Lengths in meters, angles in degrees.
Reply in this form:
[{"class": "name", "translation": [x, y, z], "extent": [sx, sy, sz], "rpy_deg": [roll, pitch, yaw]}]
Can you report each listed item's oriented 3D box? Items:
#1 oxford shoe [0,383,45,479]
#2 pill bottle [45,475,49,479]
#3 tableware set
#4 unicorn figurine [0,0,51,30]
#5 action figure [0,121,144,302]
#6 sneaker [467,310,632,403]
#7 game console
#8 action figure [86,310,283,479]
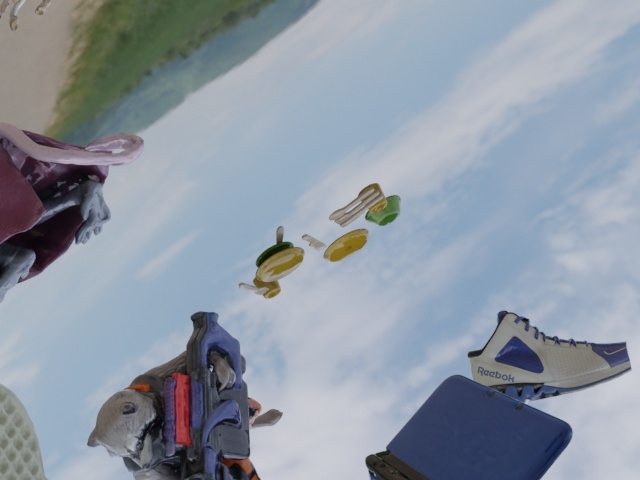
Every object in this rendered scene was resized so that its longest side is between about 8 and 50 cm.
[{"class": "oxford shoe", "translation": [-0.278, 0.305, 0.542], "extent": [0.130, 0.169, 0.449], "rpy_deg": [-3, -108, 29]}, {"class": "pill bottle", "translation": [-0.312, 0.287, 0.904], "extent": [0.103, 0.184, 0.103], "rpy_deg": [-36, -174, 4]}, {"class": "tableware set", "translation": [0.000, 0.000, 0.790], "extent": [0.154, 0.024, 0.104], "rpy_deg": [-37, 156, 12]}, {"class": "unicorn figurine", "translation": [-0.369, -0.320, 1.094], "extent": [0.162, 0.060, 0.111], "rpy_deg": [-2, -114, 24]}, {"class": "action figure", "translation": [-0.434, -0.108, 1.001], "extent": [0.275, 0.370, 0.248], "rpy_deg": [-51, 169, 25]}, {"class": "sneaker", "translation": [0.415, 0.209, 1.681], "extent": [0.316, 0.182, 0.127], "rpy_deg": [-17, 168, 12]}, {"class": "game console", "translation": [0.198, 0.345, 1.166], "extent": [0.173, 0.250, 0.293], "rpy_deg": [-15, -169, -19]}, {"class": "action figure", "translation": [-0.146, 0.281, 1.054], "extent": [0.179, 0.330, 0.341], "rpy_deg": [-19, -129, 25]}]
